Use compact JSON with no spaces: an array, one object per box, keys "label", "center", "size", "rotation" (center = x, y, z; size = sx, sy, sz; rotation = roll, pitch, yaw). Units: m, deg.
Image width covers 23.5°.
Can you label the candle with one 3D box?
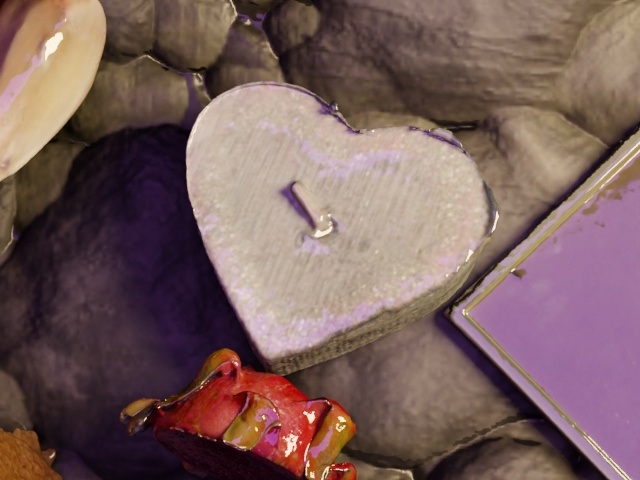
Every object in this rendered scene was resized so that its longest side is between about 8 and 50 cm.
[{"label":"candle","center":[0.000,0.000,0.925],"size":[0.192,0.068,0.168],"rotation":[21,78,8]}]

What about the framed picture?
[{"label":"framed picture","center":[0.251,0.021,0.935],"size":[0.289,0.016,0.213],"rotation":[-43,80,-5]}]

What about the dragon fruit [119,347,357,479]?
[{"label":"dragon fruit","center":[-0.036,0.107,0.892],"size":[0.126,0.112,0.068],"rotation":[9,65,32]}]

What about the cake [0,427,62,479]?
[{"label":"cake","center":[-0.216,0.194,0.873],"size":[0.147,0.134,0.135],"rotation":[-29,79,7]}]

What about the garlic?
[{"label":"garlic","center":[-0.262,-0.088,0.941],"size":[0.217,0.110,0.228],"rotation":[31,74,20]}]
